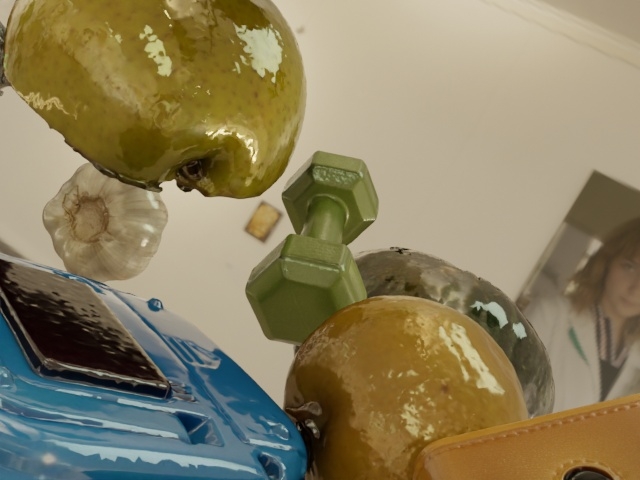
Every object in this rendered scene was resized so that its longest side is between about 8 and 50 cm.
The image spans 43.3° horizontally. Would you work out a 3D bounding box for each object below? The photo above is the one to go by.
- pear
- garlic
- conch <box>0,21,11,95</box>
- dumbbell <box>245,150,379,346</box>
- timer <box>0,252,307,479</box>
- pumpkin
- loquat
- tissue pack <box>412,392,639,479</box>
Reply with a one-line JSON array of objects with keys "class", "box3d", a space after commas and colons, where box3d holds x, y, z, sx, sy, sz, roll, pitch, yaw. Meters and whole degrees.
[{"class": "pear", "box3d": [-0.157, -0.224, 0.891, 0.340, 0.191, 0.386, 10, 33, -37]}, {"class": "garlic", "box3d": [-0.320, -0.024, 1.298, 0.199, 0.199, 0.226, 32, 5, 15]}, {"class": "conch", "box3d": [-0.650, -0.344, 1.380, 0.313, 0.186, 0.240, 8, -34, -7]}, {"class": "dumbbell", "box3d": [0.000, 0.000, 0.904, 0.302, 0.108, 0.121, -75, 148, -62]}, {"class": "timer", "box3d": [-0.180, 0.107, 0.565, 0.309, 0.115, 0.340, 21, 8, -40]}, {"class": "pumpkin", "box3d": [0.169, 0.201, 1.355, 0.454, 0.344, 0.454, 32, -19, 12]}, {"class": "loquat", "box3d": [0.065, 0.149, 0.668, 0.208, 0.208, 0.208, 32, 1, -1]}, {"class": "tissue pack", "box3d": [0.173, 0.231, 0.432, 0.274, 0.195, 0.145, -111, -172, -63]}]
